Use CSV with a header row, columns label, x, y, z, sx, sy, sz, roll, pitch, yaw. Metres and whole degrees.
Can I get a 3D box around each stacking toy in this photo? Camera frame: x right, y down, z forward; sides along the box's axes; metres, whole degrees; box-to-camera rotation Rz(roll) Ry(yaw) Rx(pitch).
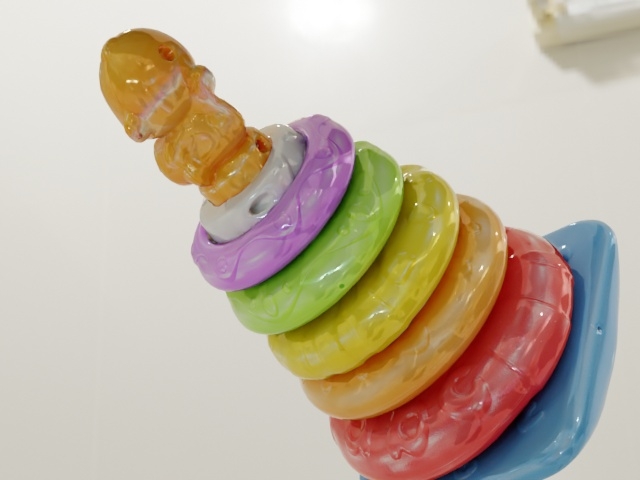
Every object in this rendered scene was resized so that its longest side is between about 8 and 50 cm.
label,x,y,z,sx,sy,sz,roll,pitch,yaw
stacking toy,0.000,0.000,0.732,0.302,0.175,0.166,40,-44,-25
